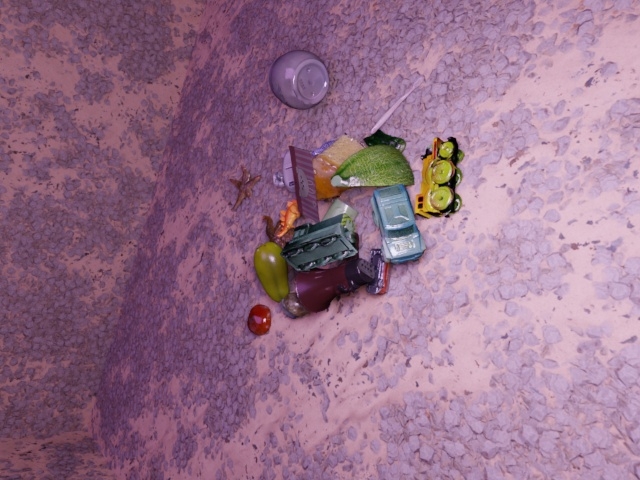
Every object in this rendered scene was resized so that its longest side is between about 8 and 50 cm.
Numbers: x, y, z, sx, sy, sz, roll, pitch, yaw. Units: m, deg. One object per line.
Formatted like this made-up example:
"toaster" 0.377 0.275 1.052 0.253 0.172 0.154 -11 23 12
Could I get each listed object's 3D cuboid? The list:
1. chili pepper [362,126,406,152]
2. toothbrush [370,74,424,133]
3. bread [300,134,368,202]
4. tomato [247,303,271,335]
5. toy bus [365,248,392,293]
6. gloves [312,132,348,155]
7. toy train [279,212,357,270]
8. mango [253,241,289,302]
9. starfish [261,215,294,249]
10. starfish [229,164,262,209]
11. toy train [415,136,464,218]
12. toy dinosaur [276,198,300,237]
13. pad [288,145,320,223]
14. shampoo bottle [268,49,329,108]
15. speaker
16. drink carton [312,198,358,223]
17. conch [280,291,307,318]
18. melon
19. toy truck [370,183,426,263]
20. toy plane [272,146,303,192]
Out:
"chili pepper" 0.256 -0.409 1.740 0.224 0.060 0.098 36 103 43
"toothbrush" 0.311 -0.559 1.723 0.307 0.025 0.030 -47 41 11
"bread" 0.089 -0.249 1.777 0.278 0.248 0.316 28 144 13
"tomato" -0.309 0.388 2.050 0.155 0.069 0.156 -15 68 41
"toy bus" 0.226 0.120 1.591 0.079 0.077 0.175 0 78 45
"gloves" 0.048 -0.401 1.913 0.229 0.097 0.119 -36 92 29
"toy train" 0.000 0.000 1.616 0.330 0.138 0.178 -19 38 34
"mango" -0.220 0.149 1.954 0.175 0.142 0.294 -5 103 49
"starfish" -0.195 -0.009 2.044 0.327 0.094 0.375 -49 53 20
"starfish" -0.455 -0.312 2.433 0.295 0.047 0.231 -49 59 25
"toy train" 0.421 -0.222 1.488 0.160 0.100 0.297 -5 74 46
"toy dinosaur" -0.128 -0.135 1.980 0.117 0.070 0.288 30 79 33
"pad" -0.068 -0.233 1.733 0.202 0.005 0.300 32 135 55
"shampoo bottle" -0.110 -0.794 2.074 0.266 0.272 0.273 34 102 51
"speaker" 0.087 0.131 1.659 0.329 0.259 0.198 -28 103 40
"drink carton" 0.078 -0.090 1.770 0.144 0.146 0.143 39 97 44
"conch" -0.111 0.286 1.864 0.173 0.105 0.116 -38 74 53
"melon" 0.192 -0.255 1.559 0.196 0.323 0.124 61 143 18
"toy truck" 0.275 -0.057 1.507 0.154 0.156 0.279 -13 63 4
"toy plane" -0.131 -0.349 2.069 0.251 0.118 0.253 -9 69 24
